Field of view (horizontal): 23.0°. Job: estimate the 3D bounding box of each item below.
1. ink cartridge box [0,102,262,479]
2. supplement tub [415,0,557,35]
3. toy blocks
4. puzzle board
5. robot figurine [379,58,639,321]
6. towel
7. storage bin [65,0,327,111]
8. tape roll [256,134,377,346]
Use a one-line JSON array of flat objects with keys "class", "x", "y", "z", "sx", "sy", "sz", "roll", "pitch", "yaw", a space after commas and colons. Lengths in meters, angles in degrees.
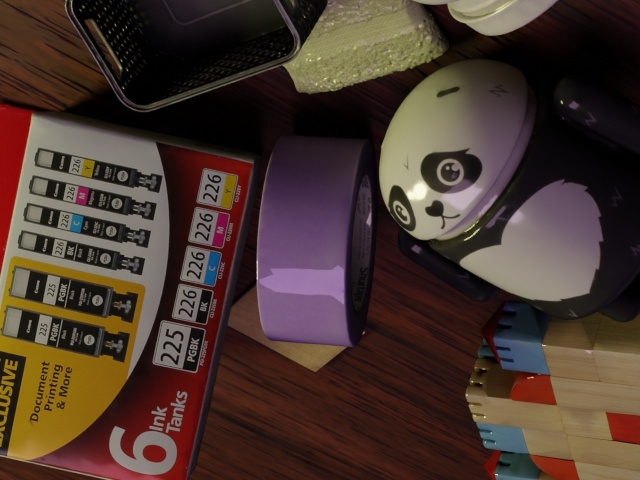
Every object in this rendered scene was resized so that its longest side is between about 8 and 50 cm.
[{"class": "ink cartridge box", "x": -0.218, "y": 0.046, "z": 1.443, "sx": 0.271, "sy": 0.130, "sz": 0.309, "roll": 12, "pitch": 95, "yaw": 1}, {"class": "supplement tub", "x": 0.061, "y": -0.285, "z": 1.083, "sx": 0.272, "sy": 0.191, "sz": 0.191, "roll": 33, "pitch": 135, "yaw": -23}, {"class": "toy blocks", "x": 0.269, "y": 0.157, "z": 1.569, "sx": 0.260, "sy": 0.191, "sz": 0.381, "roll": 5, "pitch": 140, "yaw": 25}, {"class": "puzzle board", "x": -0.030, "y": 0.087, "z": 1.664, "sx": 0.128, "sy": 0.011, "sz": 0.096, "roll": 29, "pitch": 135, "yaw": -20}, {"class": "robot figurine", "x": 0.183, "y": -0.037, "z": 1.345, "sx": 0.278, "sy": 0.173, "sz": 0.209, "roll": 29, "pitch": 92, "yaw": -19}, {"class": "towel", "x": 0.025, "y": -0.177, "z": 1.339, "sx": 0.148, "sy": 0.027, "sz": 0.110, "roll": -13, "pitch": 134, "yaw": 26}, {"class": "storage bin", "x": -0.100, "y": -0.195, "z": 1.287, "sx": 0.180, "sy": 0.084, "sz": 0.122, "roll": -15, "pitch": 119, "yaw": 29}, {"class": "tape roll", "x": 0.000, "y": 0.000, "z": 1.422, "sx": 0.080, "sy": 0.189, "sz": 0.189, "roll": 5, "pitch": 139, "yaw": 9}]
